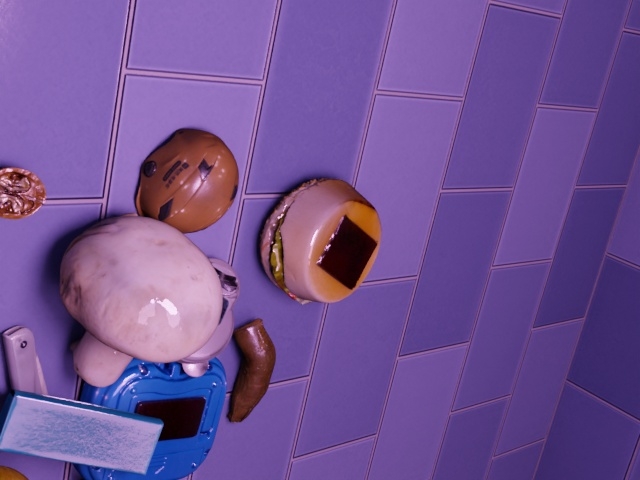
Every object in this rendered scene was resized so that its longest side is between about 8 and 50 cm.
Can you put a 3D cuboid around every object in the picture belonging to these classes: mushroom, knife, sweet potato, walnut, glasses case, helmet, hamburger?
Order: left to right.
[{"bbox_3d":[-0.538,-0.087,1.548,0.121,0.052,0.091,15,99,-49],"label":"walnut"},{"bbox_3d":[-0.563,0.280,1.730,0.073,0.040,0.266,-27,128,-38],"label":"knife"},{"bbox_3d":[-0.467,0.369,1.740,0.300,0.070,0.117,20,95,-26],"label":"glasses case"},{"bbox_3d":[-0.356,0.131,1.697,0.314,0.314,0.336,0,136,-44],"label":"mushroom"},{"bbox_3d":[-0.247,-0.103,1.766,0.224,0.130,0.198,-56,134,-5],"label":"helmet"},{"bbox_3d":[-0.168,0.306,2.105,0.112,0.085,0.286,9,120,-11],"label":"sweet potato"},{"bbox_3d":[0.000,0.000,2.030,0.302,0.170,0.302,-25,126,-39],"label":"hamburger"}]

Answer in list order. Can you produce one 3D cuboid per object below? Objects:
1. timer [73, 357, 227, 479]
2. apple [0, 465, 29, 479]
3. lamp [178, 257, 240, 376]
[{"bbox_3d":[-0.360,0.380,1.926,0.340,0.115,0.309,4,105,-44],"label":"timer"},{"bbox_3d":[-0.625,0.524,1.690,0.196,0.196,0.196,-22,125,-35],"label":"apple"},{"bbox_3d":[-0.264,0.151,1.892,0.179,0.108,0.246,36,68,-22],"label":"lamp"}]
